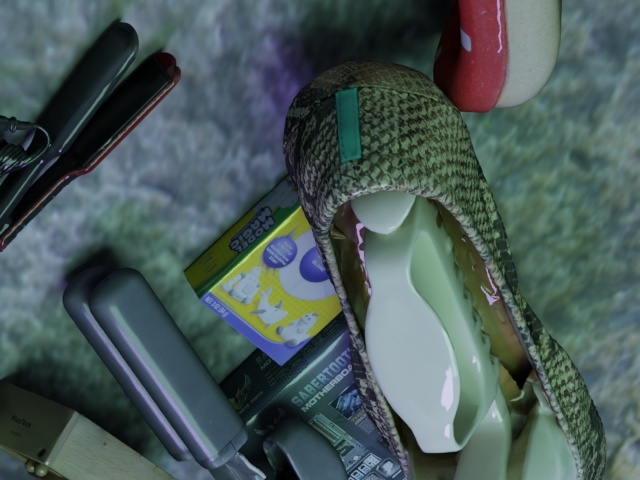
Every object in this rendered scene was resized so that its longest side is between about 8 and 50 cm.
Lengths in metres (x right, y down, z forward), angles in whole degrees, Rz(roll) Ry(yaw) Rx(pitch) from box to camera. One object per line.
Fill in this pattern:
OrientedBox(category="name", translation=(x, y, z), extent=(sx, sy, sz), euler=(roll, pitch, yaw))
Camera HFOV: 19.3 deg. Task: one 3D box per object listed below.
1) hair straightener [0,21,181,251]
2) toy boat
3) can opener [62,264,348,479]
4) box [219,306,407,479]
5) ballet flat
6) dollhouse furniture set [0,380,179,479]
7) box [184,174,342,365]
OrientedBox(category="hair straightener", translation=(-0.201, -0.060, 1.247), extent=(0.230, 0.047, 0.089), euler=(-42, 132, 12))
OrientedBox(category="toy boat", translation=(0.083, -0.193, 1.248), extent=(0.151, 0.151, 0.231), euler=(-1, 129, 10))
OrientedBox(category="can opener", translation=(-0.074, 0.119, 1.384), extent=(0.095, 0.076, 0.283), euler=(-45, 117, -26))
OrientedBox(category="box", translation=(0.048, 0.112, 1.485), extent=(0.232, 0.059, 0.183), euler=(-44, 130, 8))
OrientedBox(category="ballet flat", translation=(0.091, 0.096, 1.336), extent=(0.164, 0.182, 0.483), euler=(-15, 130, 14))
OrientedBox(category="dollhouse furniture set", translation=(-0.212, 0.252, 1.360), extent=(0.161, 0.212, 0.242), euler=(41, 72, -40))
OrientedBox(category="box", translation=(0.000, 0.000, 1.389), extent=(0.179, 0.043, 0.105), euler=(-44, 129, 6))
